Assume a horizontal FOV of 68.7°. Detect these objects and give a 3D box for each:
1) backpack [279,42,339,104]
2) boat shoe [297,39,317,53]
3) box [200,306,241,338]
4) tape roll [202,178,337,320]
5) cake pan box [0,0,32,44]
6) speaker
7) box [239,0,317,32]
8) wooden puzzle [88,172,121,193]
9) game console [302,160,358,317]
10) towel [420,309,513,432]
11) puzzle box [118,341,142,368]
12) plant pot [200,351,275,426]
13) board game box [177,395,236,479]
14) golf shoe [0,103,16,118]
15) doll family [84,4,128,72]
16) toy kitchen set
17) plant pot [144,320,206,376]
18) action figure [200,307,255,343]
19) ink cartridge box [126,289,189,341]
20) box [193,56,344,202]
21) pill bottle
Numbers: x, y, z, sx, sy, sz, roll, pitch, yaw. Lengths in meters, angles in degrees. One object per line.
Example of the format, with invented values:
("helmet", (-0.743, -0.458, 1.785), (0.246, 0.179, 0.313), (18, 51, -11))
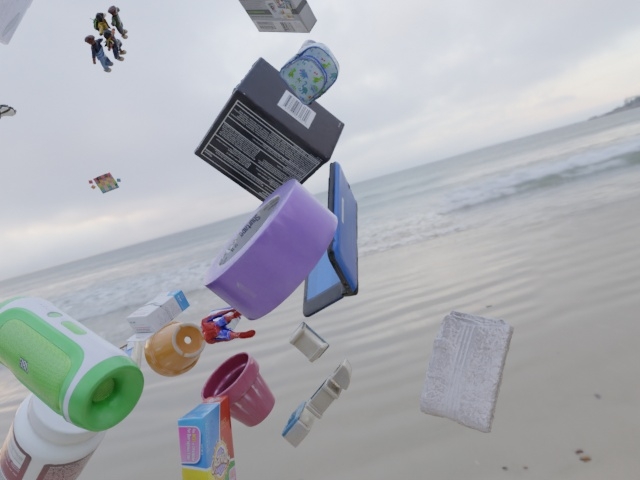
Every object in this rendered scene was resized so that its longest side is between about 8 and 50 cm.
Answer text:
("backpack", (-0.019, -0.361, 1.013), (0.114, 0.105, 0.084), (-33, 20, 23))
("boat shoe", (-0.062, -0.488, 1.434), (0.088, 0.096, 0.267), (-63, 9, -26))
("box", (-0.432, 0.356, 2.024), (0.126, 0.072, 0.137), (-13, 21, 18))
("tape roll", (-0.069, 0.011, 0.643), (0.189, 0.080, 0.189), (-44, 15, 15))
("cake pan box", (-0.604, -0.525, 0.910), (0.070, 0.266, 0.246), (29, 3, -28))
("speaker", (-0.434, 0.195, 0.780), (0.297, 0.131, 0.131), (20, 24, 29))
("box", (-0.108, -0.480, 0.887), (0.145, 0.038, 0.186), (19, -16, 36))
("wooden puzzle", (-0.586, -0.157, 1.281), (0.083, 0.049, 0.006), (-36, 2, -41))
("game console", (0.000, 0.000, 1.148), (0.173, 0.250, 0.293), (-11, 50, 16))
("towel", (0.373, 0.325, 1.197), (0.187, 0.282, 0.049), (5, -20, 41))
("puzzle box", (-0.815, 0.519, 1.760), (0.272, 0.052, 0.409), (-28, 16, -13))
("plant pot", (-0.251, 0.493, 1.515), (0.201, 0.180, 0.201), (-35, 18, 13))
("board game box", (-0.286, 0.593, 1.219), (0.064, 0.316, 0.242), (-7, -6, 3))
("golf shoe", (-1.161, -0.440, 1.642), (0.077, 0.093, 0.198), (2, 8, 14))
("doll family", (-0.581, -0.554, 1.271), (0.076, 0.192, 0.111), (-6, -21, -4))
("toy kitchen set", (-0.042, 0.315, 1.059), (0.207, 0.166, 0.122), (-50, -7, 3))
("plant pot", (-0.521, 0.388, 1.739), (0.205, 0.205, 0.188), (-20, -9, -43))
("action figure", (-0.239, 0.234, 1.303), (0.139, 0.091, 0.280), (-10, -6, -39))
("ink cartridge box", (-0.489, 0.220, 1.379), (0.104, 0.060, 0.180), (-11, 20, 35))
("box", (-0.147, -0.288, 1.318), (0.294, 0.296, 0.182), (-36, 25, 46))
("pill bottle", (-0.706, 0.518, 1.251), (0.392, 0.224, 0.224), (-51, -15, 30))
